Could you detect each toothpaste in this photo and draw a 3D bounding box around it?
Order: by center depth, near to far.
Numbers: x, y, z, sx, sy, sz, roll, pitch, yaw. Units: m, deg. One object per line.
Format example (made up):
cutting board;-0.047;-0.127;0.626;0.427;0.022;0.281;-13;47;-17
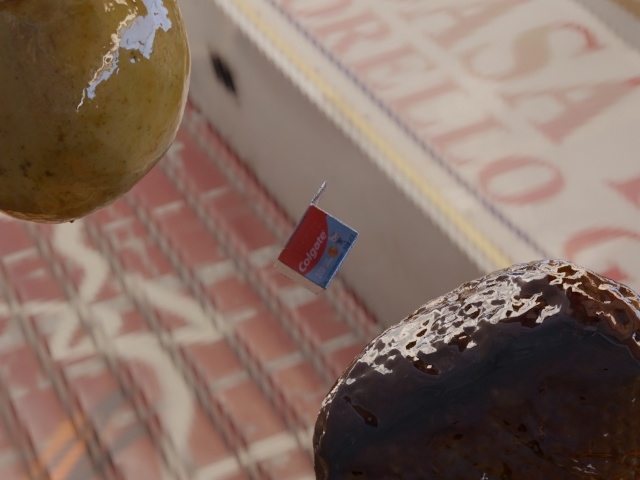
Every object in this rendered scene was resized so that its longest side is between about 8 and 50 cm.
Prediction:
toothpaste;0.000;0.000;1.414;0.044;0.070;0.193;32;-4;-1

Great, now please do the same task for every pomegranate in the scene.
pomegranate;-0.227;-0.149;1.619;0.260;0.260;0.260;161;-90;-73

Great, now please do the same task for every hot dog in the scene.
hot dog;0.105;0.104;1.051;0.160;0.227;0.099;66;21;-2
